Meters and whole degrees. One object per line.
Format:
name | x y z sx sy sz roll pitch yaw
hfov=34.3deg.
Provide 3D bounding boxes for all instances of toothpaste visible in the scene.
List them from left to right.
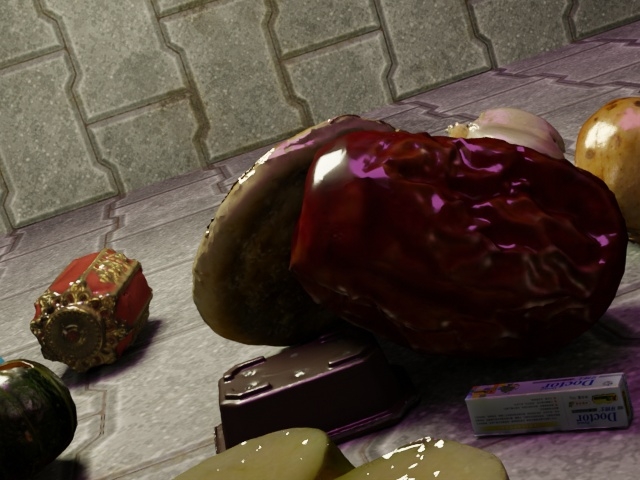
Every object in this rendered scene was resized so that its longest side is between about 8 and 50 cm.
toothpaste | 0.228 0.168 1.045 0.164 0.046 0.034 -10 12 29

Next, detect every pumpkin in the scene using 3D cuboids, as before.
pumpkin | -0.417 0.247 1.294 0.238 0.159 0.238 -19 6 2

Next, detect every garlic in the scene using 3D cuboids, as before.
garlic | 0.326 -0.121 1.791 0.203 0.184 0.281 10 -10 -9

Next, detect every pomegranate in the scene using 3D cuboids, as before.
pomegranate | 0.455 -0.096 1.465 0.215 0.215 0.215 -17 14 4

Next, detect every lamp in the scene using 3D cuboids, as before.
lamp | -0.380 0.115 1.748 0.177 0.177 0.274 -16 12 6

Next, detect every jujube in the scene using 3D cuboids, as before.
jujube | 0.157 0.004 1.214 0.377 0.276 0.276 17 18 1

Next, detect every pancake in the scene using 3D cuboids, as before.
pancake | -0.001 0.001 1.410 0.387 0.387 0.082 -24 49 -22

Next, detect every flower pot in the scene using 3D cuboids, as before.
flower pot | -0.018 0.176 1.231 0.251 0.084 0.179 -18 14 -3

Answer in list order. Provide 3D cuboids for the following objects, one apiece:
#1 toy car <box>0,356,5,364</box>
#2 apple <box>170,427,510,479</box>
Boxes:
toy car | -0.567 0.220 1.456 0.255 0.190 0.188 -29 3 -40
apple | -0.072 0.248 0.637 0.360 0.320 0.312 -34 59 -32
